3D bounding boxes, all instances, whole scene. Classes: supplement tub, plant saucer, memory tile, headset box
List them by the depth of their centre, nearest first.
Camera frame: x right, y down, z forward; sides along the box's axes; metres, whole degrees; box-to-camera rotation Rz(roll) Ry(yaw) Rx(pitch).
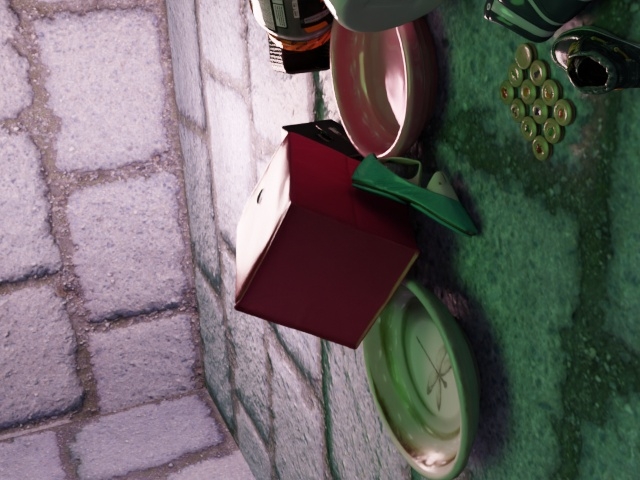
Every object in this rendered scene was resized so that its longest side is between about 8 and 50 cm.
[{"bbox_3d":[0.304,-0.197,1.164,0.113,0.012,0.148,110,144,-54],"label":"memory tile"},{"bbox_3d":[0.118,-0.309,1.494,0.332,0.084,0.332,169,90,-70],"label":"plant saucer"},{"bbox_3d":[-0.051,-0.514,1.539,0.316,0.194,0.193,80,170,-65],"label":"supplement tub"},{"bbox_3d":[0.203,0.244,1.540,0.400,0.101,0.400,169,90,-69],"label":"plant saucer"},{"bbox_3d":[0.019,-0.111,1.788,0.246,0.131,0.283,-134,39,-55],"label":"headset box"}]

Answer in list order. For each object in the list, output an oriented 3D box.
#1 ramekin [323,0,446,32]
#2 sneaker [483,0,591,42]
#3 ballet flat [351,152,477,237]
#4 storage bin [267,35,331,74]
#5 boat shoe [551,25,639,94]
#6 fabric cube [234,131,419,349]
[{"bbox_3d":[0.110,-0.428,1.199,0.135,0.277,0.277,65,157,12],"label":"ramekin"},{"bbox_3d":[0.256,-0.392,1.065,0.282,0.099,0.153,68,156,18],"label":"sneaker"},{"bbox_3d":[0.169,-0.090,1.407,0.247,0.083,0.087,26,95,24],"label":"ballet flat"},{"bbox_3d":[-0.046,-0.459,1.785,0.084,0.122,0.180,-146,48,-61],"label":"storage bin"},{"bbox_3d":[0.323,-0.222,1.000,0.183,0.083,0.065,-140,43,-59],"label":"boat shoe"},{"bbox_3d":[0.000,0.000,1.528,0.254,0.259,0.258,-59,20,30],"label":"fabric cube"}]
